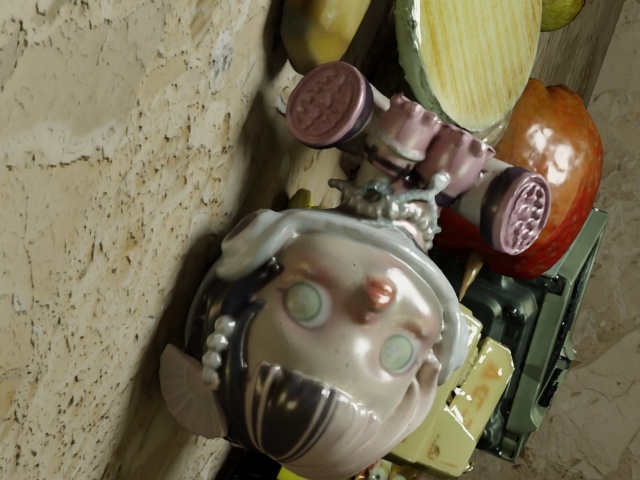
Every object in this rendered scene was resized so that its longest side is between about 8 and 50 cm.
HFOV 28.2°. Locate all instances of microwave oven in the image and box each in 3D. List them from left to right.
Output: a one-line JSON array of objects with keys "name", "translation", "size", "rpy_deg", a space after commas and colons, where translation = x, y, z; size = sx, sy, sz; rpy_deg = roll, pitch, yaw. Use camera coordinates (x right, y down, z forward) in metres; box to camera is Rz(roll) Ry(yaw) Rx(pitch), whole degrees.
[{"name": "microwave oven", "translation": [0.229, 0.108, 1.848], "size": [0.218, 0.286, 0.355], "rpy_deg": [-51, 157, -48]}]

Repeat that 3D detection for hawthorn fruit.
[{"name": "hawthorn fruit", "translation": [0.230, -0.086, 1.596], "size": [0.258, 0.258, 0.262], "rpy_deg": [-42, 142, -59]}]

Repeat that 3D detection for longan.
[{"name": "longan", "translation": [0.331, -0.375, 1.818], "size": [0.154, 0.176, 0.145], "rpy_deg": [115, -8, -45]}]

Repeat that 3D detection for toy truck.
[{"name": "toy truck", "translation": [0.048, 0.225, 1.436], "size": [0.405, 0.254, 0.180], "rpy_deg": [-63, 179, -21]}]

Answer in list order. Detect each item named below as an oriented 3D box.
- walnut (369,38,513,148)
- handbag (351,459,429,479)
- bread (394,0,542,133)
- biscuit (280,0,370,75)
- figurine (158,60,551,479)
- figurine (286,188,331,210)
[{"name": "walnut", "translation": [0.143, -0.178, 1.432], "size": [0.178, 0.178, 0.230], "rpy_deg": [89, 20, -53]}, {"name": "handbag", "translation": [0.057, 0.410, 1.965], "size": [0.401, 0.133, 0.283], "rpy_deg": [-56, 154, -42]}, {"name": "bread", "translation": [0.147, -0.236, 1.263], "size": [0.267, 0.040, 0.267], "rpy_deg": [-12, 104, -53]}, {"name": "biscuit", "translation": [0.031, -0.304, 1.088], "size": [0.237, 0.062, 0.290], "rpy_deg": [74, 38, -65]}, {"name": "figurine", "translation": [0.033, 0.044, 1.155], "size": [0.361, 0.253, 0.211], "rpy_deg": [-63, 177, -9]}, {"name": "figurine", "translation": [0.000, 0.000, 1.340], "size": [0.187, 0.083, 0.083], "rpy_deg": [41, 70, -74]}]
